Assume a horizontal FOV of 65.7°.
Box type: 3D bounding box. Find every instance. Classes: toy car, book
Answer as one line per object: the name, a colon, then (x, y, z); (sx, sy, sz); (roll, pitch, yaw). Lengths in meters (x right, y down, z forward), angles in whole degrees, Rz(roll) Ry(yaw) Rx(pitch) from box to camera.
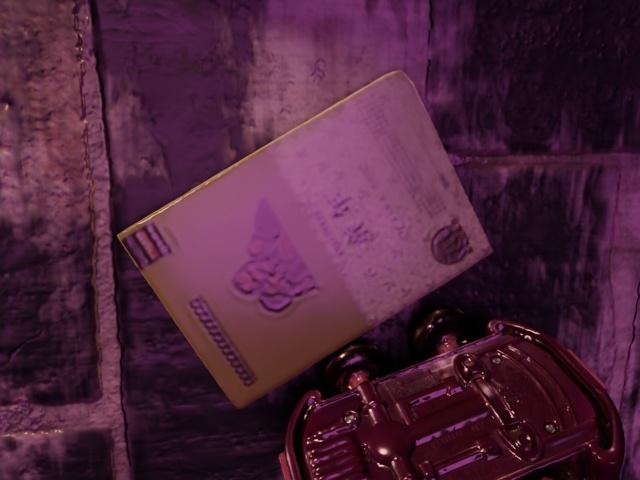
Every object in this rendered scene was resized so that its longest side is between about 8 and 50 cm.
toy car: (0.143, 0.251, 0.543); (0.341, 0.271, 0.240); (-18, 125, -6)
book: (0.000, 0.000, 0.543); (0.352, 0.035, 0.239); (-32, 102, -5)
